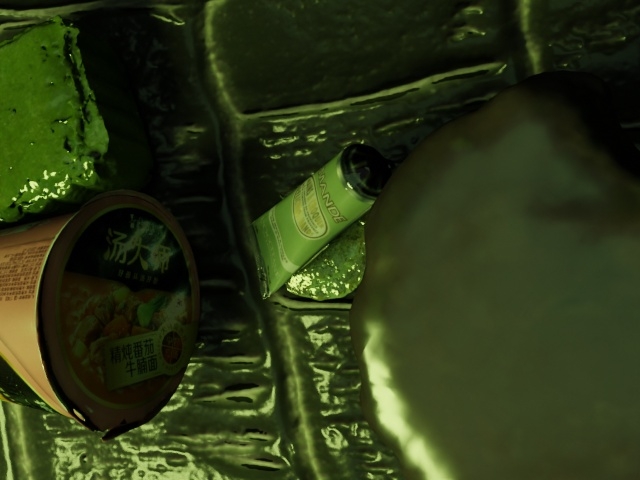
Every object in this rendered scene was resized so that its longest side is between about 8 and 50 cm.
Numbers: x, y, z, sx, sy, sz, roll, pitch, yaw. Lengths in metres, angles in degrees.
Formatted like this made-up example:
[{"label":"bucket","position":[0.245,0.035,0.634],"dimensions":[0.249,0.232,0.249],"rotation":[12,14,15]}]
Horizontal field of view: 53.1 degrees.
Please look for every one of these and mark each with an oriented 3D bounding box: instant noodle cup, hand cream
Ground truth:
[{"label":"instant noodle cup","position":[-0.293,0.075,0.674],"dimensions":[0.255,0.244,0.244],"rotation":[-4,85,24]},{"label":"hand cream","position":[-0.011,-0.020,0.621],"dimensions":[0.235,0.055,0.086],"rotation":[-36,61,49]}]

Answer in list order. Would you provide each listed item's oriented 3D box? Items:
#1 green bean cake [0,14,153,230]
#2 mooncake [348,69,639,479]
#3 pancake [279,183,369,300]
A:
[{"label":"green bean cake","position":[-0.316,-0.125,0.736],"dimensions":[0.200,0.113,0.214],"rotation":[-23,79,11]},{"label":"mooncake","position":[0.204,0.078,0.528],"dimensions":[0.350,0.212,0.381],"rotation":[-36,74,9]},{"label":"pancake","position":[0.005,0.000,0.687],"dimensions":[0.116,0.022,0.130],"rotation":[6,87,15]}]
